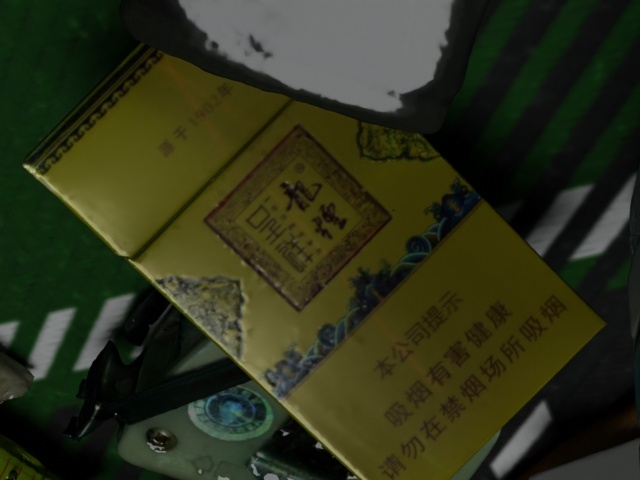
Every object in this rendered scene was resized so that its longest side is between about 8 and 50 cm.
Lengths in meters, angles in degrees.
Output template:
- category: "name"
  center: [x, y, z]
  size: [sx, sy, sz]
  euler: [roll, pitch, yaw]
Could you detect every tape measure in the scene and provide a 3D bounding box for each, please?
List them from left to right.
- category: "tape measure"
  center: [-0.011, 0.077, 0.945]
  size: [0.235, 0.115, 0.207]
  euler: [19, 134, -10]

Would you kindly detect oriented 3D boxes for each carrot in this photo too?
- category: "carrot"
  center: [0.186, 0.130, 1.019]
  size: [0.043, 0.043, 0.248]
  euler: [31, 127, -20]

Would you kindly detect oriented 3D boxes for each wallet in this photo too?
- category: "wallet"
  center: [0.019, -0.179, 0.729]
  size: [0.168, 0.052, 0.245]
  euler: [19, 115, -5]

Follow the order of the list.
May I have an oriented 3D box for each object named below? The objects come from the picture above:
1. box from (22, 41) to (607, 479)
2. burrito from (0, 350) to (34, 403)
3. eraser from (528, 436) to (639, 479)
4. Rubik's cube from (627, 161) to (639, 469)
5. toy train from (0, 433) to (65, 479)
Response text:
- category: "box"
  center: [0.001, 0.001, 0.833]
  size: [0.153, 0.041, 0.279]
  euler: [-45, 103, 2]
- category: "burrito"
  center: [-0.260, 0.048, 1.000]
  size: [0.185, 0.041, 0.045]
  euler: [43, 165, -29]
- category: "eraser"
  center: [0.280, 0.140, 0.957]
  size: [0.298, 0.078, 0.076]
  euler: [-22, 134, 15]
- category: "Rubik's cube"
  center: [0.289, -0.013, 0.730]
  size: [0.259, 0.253, 0.256]
  euler: [5, 133, 0]
- category: "toy train"
  center: [-0.249, 0.127, 1.044]
  size: [0.249, 0.053, 0.085]
  euler: [41, 154, -27]
